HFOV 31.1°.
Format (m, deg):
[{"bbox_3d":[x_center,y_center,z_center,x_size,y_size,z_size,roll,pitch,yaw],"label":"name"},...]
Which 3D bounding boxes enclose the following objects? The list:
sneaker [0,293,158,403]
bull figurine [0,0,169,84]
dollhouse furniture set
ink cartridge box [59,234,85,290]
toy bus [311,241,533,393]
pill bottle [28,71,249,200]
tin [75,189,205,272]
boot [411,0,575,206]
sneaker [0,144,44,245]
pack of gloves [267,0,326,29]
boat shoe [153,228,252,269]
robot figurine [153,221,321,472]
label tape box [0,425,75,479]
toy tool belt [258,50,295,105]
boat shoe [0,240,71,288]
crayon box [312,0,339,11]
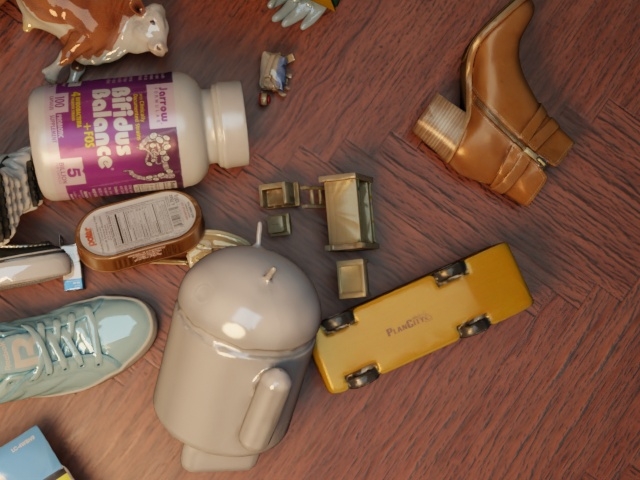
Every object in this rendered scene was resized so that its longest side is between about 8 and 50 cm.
[{"bbox_3d":[-0.409,0.169,1.636,0.365,0.150,0.135,-19,88,-6],"label":"sneaker"},{"bbox_3d":[-0.377,-0.327,1.700,0.310,0.101,0.188,33,86,-2],"label":"bull figurine"},{"bbox_3d":[0.000,0.000,1.732,0.160,0.101,0.182,-6,86,19],"label":"dollhouse furniture set"},{"bbox_3d":[-0.367,0.032,1.700,0.028,0.048,0.083,-6,87,-7],"label":"ink cartridge box"},{"bbox_3d":[0.141,0.113,1.697,0.332,0.130,0.108,-24,89,-6],"label":"toy bus"},{"bbox_3d":[-0.258,-0.155,1.664,0.301,0.169,0.169,-7,86,-5],"label":"pill bottle"},{"bbox_3d":[-0.263,-0.017,1.672,0.189,0.040,0.106,-16,50,-10],"label":"tin"},{"bbox_3d":[0.300,-0.212,1.745,0.220,0.109,0.283,34,86,0],"label":"boot"},{"bbox_3d":[-0.473,-0.060,1.590,0.118,0.292,0.110,0,105,3],"label":"sneaker"},{"bbox_3d":[-0.022,-0.451,1.778,0.232,0.046,0.195,-41,89,4],"label":"pack of gloves"},{"bbox_3d":[-0.187,0.019,1.704,0.170,0.063,0.059,5,59,4],"label":"boat shoe"},{"bbox_3d":[-0.116,0.155,1.595,0.199,0.300,0.354,1,120,-28],"label":"robot figurine"},{"bbox_3d":[-0.414,0.474,1.613,0.249,0.115,0.348,-32,87,-19],"label":"label tape box"},{"bbox_3d":[-0.066,-0.245,1.746,0.051,0.052,0.083,4,86,4],"label":"toy tool belt"},{"bbox_3d":[-0.525,0.016,1.641,0.335,0.121,0.119,-4,85,3],"label":"boat shoe"},{"bbox_3d":[-0.113,-0.448,1.580,0.313,0.363,0.106,26,94,3],"label":"crayon box"}]
